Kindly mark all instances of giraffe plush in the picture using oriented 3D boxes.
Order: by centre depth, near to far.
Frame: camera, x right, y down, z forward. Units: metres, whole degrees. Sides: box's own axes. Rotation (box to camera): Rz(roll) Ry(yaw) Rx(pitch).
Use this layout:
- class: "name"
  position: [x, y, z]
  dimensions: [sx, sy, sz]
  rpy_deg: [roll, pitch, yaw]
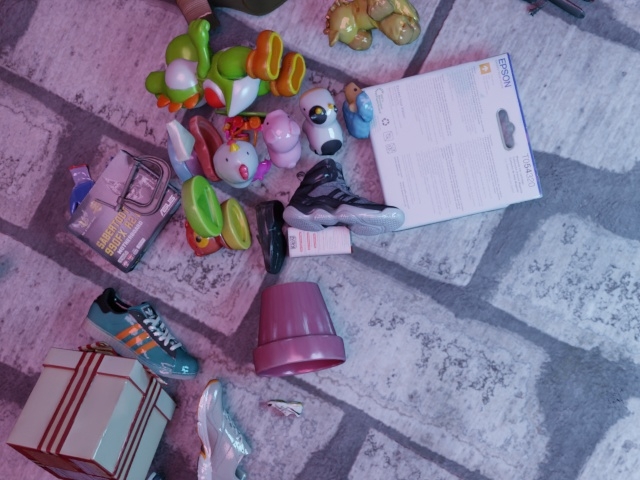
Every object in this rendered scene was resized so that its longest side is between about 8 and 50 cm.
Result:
- class: "giraffe plush"
  position: [0.094, -0.484, 1.545]
  dimensions: [0.170, 0.181, 0.210]
  rpy_deg: [-33, 95, 29]

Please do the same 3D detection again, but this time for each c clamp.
- class: "c clamp"
  position: [-0.420, -0.128, 1.618]
  dimensions: [0.137, 0.022, 0.160]
  rpy_deg: [29, 93, 0]

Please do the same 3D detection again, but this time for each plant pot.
- class: "plant pot"
  position: [-0.054, 0.192, 1.550]
  dimensions: [0.202, 0.201, 0.180]
  rpy_deg: [-12, 72, 10]

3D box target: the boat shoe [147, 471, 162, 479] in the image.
- class: "boat shoe"
  position: [-0.404, 0.663, 1.647]
  dimensions: [0.079, 0.095, 0.254]
  rpy_deg: [20, 95, 11]

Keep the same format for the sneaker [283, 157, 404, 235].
- class: "sneaker"
  position: [0.055, -0.099, 1.540]
  dimensions: [0.269, 0.101, 0.153]
  rpy_deg: [3, 68, 19]

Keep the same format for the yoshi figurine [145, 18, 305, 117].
- class: "yoshi figurine"
  position: [-0.222, -0.393, 1.555]
  dimensions: [0.362, 0.203, 0.203]
  rpy_deg: [0, 118, 27]

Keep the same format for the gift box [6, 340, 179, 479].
- class: "gift box"
  position: [-0.463, 0.386, 1.551]
  dimensions: [0.277, 0.255, 0.258]
  rpy_deg: [6, 55, 15]

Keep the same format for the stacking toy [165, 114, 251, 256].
- class: "stacking toy"
  position: [-0.286, -0.111, 1.543]
  dimensions: [0.131, 0.279, 0.308]
  rpy_deg: [-17, 85, 14]

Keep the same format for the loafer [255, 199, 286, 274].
- class: "loafer"
  position: [-0.117, -0.007, 1.625]
  dimensions: [0.061, 0.062, 0.170]
  rpy_deg: [-1, 86, 32]

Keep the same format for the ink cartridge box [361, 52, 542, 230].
- class: "ink cartridge box"
  position: [0.280, -0.208, 1.547]
  dimensions: [0.330, 0.071, 0.324]
  rpy_deg: [-12, 87, 8]

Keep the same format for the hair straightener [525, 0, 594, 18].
- class: "hair straightener"
  position: [0.465, -0.532, 1.526]
  dimensions: [0.230, 0.047, 0.089]
  rpy_deg: [29, 94, 9]

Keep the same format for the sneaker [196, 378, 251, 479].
- class: "sneaker"
  position: [-0.217, 0.445, 1.625]
  dimensions: [0.121, 0.099, 0.262]
  rpy_deg: [0, 97, 2]

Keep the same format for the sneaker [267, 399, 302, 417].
- class: "sneaker"
  position: [-0.083, 0.386, 1.625]
  dimensions: [0.083, 0.032, 0.036]
  rpy_deg: [6, 91, 10]

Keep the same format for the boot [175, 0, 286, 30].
- class: "boot"
  position: [-0.207, -0.615, 1.626]
  dimensions: [0.284, 0.109, 0.220]
  rpy_deg: [-22, 74, 5]

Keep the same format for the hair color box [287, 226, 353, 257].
- class: "hair color box"
  position: [0.000, 0.000, 1.606]
  dimensions: [0.141, 0.043, 0.071]
  rpy_deg: [-4, 89, 9]

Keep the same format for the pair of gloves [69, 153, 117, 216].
- class: "pair of gloves"
  position: [-0.518, -0.121, 1.706]
  dimensions: [0.198, 0.023, 0.159]
  rpy_deg: [-13, 88, 10]

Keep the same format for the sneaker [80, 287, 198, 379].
- class: "sneaker"
  position: [-0.405, 0.214, 1.643]
  dimensions: [0.302, 0.108, 0.121]
  rpy_deg: [27, 95, 8]

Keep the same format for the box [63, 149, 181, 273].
- class: "box"
  position: [-0.455, -0.068, 1.662]
  dimensions: [0.183, 0.056, 0.231]
  rpy_deg: [37, 93, -1]

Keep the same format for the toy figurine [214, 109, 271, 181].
- class: "toy figurine"
  position: [-0.170, -0.213, 1.613]
  dimensions: [0.173, 0.130, 0.159]
  rpy_deg: [10, 101, 31]

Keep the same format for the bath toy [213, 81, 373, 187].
- class: "bath toy"
  position: [-0.061, -0.218, 1.500]
  dimensions: [0.348, 0.129, 0.151]
  rpy_deg: [-25, 110, -9]
